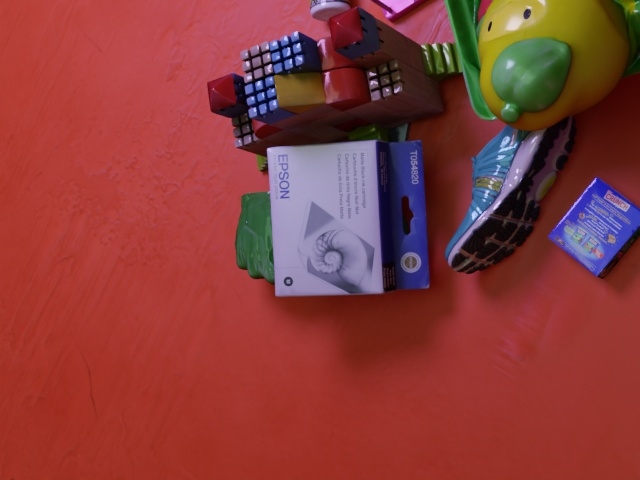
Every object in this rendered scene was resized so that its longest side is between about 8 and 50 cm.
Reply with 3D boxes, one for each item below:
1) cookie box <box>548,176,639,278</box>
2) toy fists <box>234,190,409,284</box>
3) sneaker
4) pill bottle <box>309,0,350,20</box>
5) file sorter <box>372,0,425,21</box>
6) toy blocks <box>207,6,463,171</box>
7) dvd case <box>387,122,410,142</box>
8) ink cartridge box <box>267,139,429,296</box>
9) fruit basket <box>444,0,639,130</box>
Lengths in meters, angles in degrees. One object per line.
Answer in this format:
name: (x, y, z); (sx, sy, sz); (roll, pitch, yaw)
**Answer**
cookie box: (0.385, -0.017, 1.390); (0.092, 0.040, 0.107); (43, 104, 24)
toy fists: (0.000, 0.000, 1.547); (0.279, 0.096, 0.142); (-1, 79, 17)
sneaker: (0.260, -0.077, 1.444); (0.110, 0.107, 0.275); (35, 96, 45)
pill bottle: (0.012, -0.414, 1.605); (0.065, 0.065, 0.116); (-9, 80, 25)
file sorter: (0.099, -0.522, 1.507); (0.202, 0.182, 0.290); (-29, 73, 21)
toy blocks: (-0.009, -0.217, 1.471); (0.381, 0.261, 0.190); (-16, 77, 29)
dvd case: (0.099, -0.187, 1.566); (0.087, 0.013, 0.119); (11, 89, 27)
ink cartridge box: (0.040, -0.031, 1.453); (0.224, 0.045, 0.223); (-4, 92, 9)
fruit basket: (0.298, -0.284, 1.236); (0.392, 0.392, 0.283); (-15, 90, 24)
